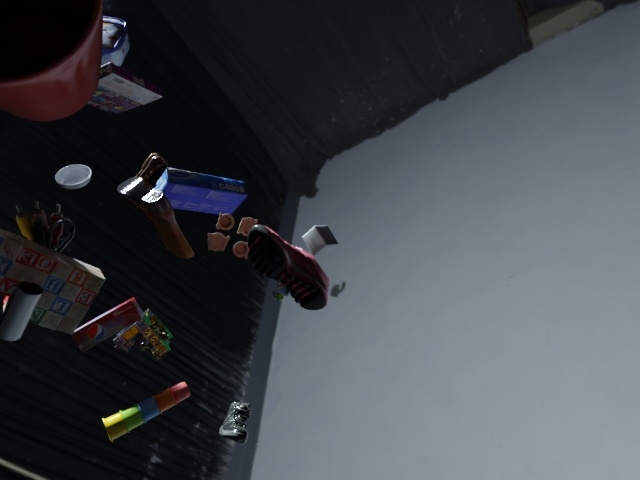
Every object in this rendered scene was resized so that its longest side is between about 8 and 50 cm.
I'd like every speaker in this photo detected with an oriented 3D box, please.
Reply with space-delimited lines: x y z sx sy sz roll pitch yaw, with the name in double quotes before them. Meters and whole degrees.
"speaker" -0.695 0.163 1.121 0.136 0.055 0.055 -58 32 13

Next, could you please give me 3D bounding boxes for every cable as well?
"cable" -0.740 0.038 1.314 0.072 0.139 0.288 -143 56 -60

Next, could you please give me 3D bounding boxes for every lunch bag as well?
"lunch bag" -0.819 -0.686 1.646 0.115 0.303 0.243 109 164 -51

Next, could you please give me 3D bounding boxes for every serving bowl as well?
"serving bowl" -0.614 -0.154 1.212 0.083 0.027 0.083 2 46 -3

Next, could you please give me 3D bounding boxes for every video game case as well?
"video game case" -0.669 -0.484 1.565 0.210 0.232 0.042 -12 84 20

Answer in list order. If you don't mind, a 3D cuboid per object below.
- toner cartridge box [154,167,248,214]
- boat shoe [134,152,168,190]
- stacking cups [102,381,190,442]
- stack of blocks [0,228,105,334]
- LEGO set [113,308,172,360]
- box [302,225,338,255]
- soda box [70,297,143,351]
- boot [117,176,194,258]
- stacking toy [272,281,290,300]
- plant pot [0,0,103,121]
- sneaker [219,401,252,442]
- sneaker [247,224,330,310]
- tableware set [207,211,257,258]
"toner cartridge box" -0.488 -0.192 1.970 0.165 0.347 0.075 -41 55 38
"boat shoe" -0.642 -0.221 1.795 0.207 0.073 0.073 -55 -12 11
"stacking cups" -0.652 0.647 1.845 0.316 0.096 0.096 -20 23 -31
"stack of blocks" -0.730 0.102 1.221 0.087 0.297 0.171 26 85 53
"LEGO set" -0.865 0.482 2.348 0.192 0.255 0.331 -38 20 -8
"box" 0.000 0.000 2.046 0.087 0.102 0.101 -40 70 29
"soda box" -0.856 0.337 1.959 0.263 0.092 0.083 -30 8 -11
"boot" -0.581 -0.080 1.728 0.264 0.281 0.096 17 52 29
"stacking toy" -0.143 0.168 1.919 0.052 0.167 0.221 -50 48 17
"plant pot" -0.460 -0.317 0.743 0.275 0.275 0.243 -54 8 -15
"sneaker" -0.286 0.622 1.669 0.227 0.087 0.130 138 154 -67
"sneaker" -0.090 0.066 1.432 0.116 0.314 0.136 -35 15 32
"tableware set" -0.294 -0.019 1.638 0.020 0.168 0.141 30 105 63
